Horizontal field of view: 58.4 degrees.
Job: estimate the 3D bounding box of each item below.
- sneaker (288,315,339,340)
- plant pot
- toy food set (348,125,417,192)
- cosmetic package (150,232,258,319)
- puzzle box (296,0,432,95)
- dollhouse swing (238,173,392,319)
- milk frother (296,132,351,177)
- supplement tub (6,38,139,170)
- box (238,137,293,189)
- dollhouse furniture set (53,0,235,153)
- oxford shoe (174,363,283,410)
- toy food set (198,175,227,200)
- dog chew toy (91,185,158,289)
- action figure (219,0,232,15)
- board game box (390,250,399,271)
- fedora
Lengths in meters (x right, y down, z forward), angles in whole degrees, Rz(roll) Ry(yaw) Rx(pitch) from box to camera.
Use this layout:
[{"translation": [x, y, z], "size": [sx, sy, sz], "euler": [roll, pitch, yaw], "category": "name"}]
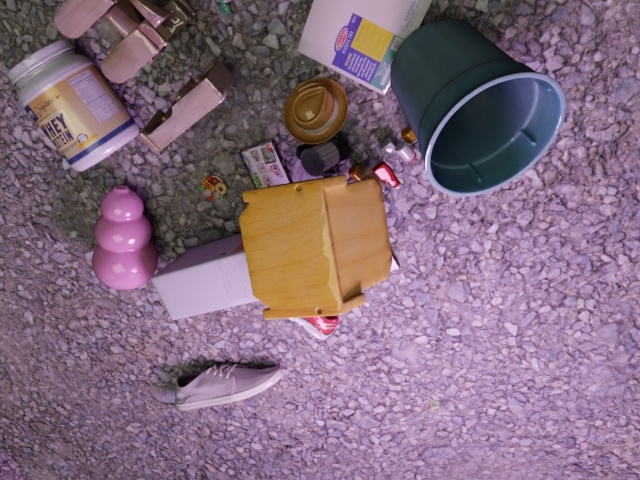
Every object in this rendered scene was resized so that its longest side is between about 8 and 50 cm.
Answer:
[{"translation": [-0.057, 0.219, 1.946], "size": [0.279, 0.107, 0.118], "euler": [36, 100, -15], "category": "sneaker"}, {"translation": [0.343, -0.341, 1.382], "size": [0.341, 0.334, 0.341], "euler": [-13, 140, -11], "category": "plant pot"}, {"translation": [0.203, -0.214, 1.648], "size": [0.232, 0.111, 0.104], "euler": [-36, 123, 21], "category": "toy food set"}, {"translation": [-0.265, 0.087, 1.771], "size": [0.454, 0.230, 0.161], "euler": [-16, 107, 26], "category": "cosmetic package"}, {"translation": [0.126, -0.592, 1.415], "size": [0.272, 0.052, 0.408], "euler": [27, 133, 0], "category": "puzzle box"}, {"translation": [0.000, 0.000, 1.584], "size": [0.315, 0.305, 0.346], "euler": [-7, 99, 21], "category": "dollhouse swing"}, {"translation": [0.008, -0.220, 1.656], "size": [0.129, 0.135, 0.143], "euler": [7, 121, 41], "category": "milk frother"}, {"translation": [-0.698, -0.381, 1.628], "size": [0.228, 0.228, 0.316], "euler": [-25, 112, 21], "category": "supplement tub"}, {"translation": [-0.155, -0.198, 1.751], "size": [0.114, 0.036, 0.206], "euler": [-15, 115, 17], "category": "box"}, {"translation": [-0.455, -0.468, 1.465], "size": [0.257, 0.362, 0.394], "euler": [-32, 117, 23], "category": "dollhouse furniture set"}, {"translation": [-0.355, 0.521, 2.118], "size": [0.450, 0.169, 0.130], "euler": [-15, 93, 17], "category": "oxford shoe"}, {"translation": [-0.340, -0.165, 1.808], "size": [0.083, 0.020, 0.082], "euler": [40, 117, -13], "category": "toy food set"}, {"translation": [-0.634, -0.011, 1.846], "size": [0.207, 0.206, 0.331], "euler": [6, 111, 6], "category": "dog chew toy"}, {"translation": [-0.234, -0.693, 1.461], "size": [0.064, 0.137, 0.232], "euler": [7, 129, -9], "category": "action figure"}, {"translation": [0.125, 0.002, 1.822], "size": [0.145, 0.027, 0.281], "euler": [-25, 112, 19], "category": "board game box"}, {"translation": [-0.020, -0.365, 1.573], "size": [0.195, 0.079, 0.194], "euler": [-1, 86, 12], "category": "fedora"}]
